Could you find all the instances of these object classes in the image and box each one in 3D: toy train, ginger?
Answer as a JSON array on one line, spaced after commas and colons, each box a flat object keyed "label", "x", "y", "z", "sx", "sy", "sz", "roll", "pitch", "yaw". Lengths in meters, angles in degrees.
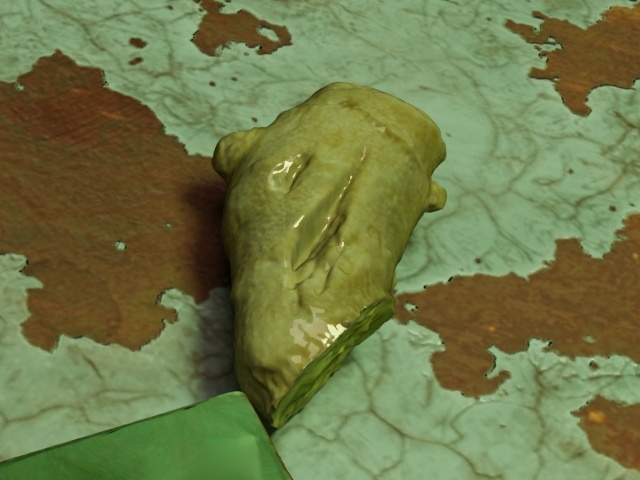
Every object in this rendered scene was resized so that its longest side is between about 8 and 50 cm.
[{"label": "toy train", "x": -0.155, "y": 0.210, "z": 1.200, "sx": 0.326, "sy": 0.159, "sz": 0.129, "roll": -15, "pitch": 51, "yaw": -25}, {"label": "ginger", "x": 0.000, "y": 0.000, "z": 1.457, "sx": 0.190, "sy": 0.126, "sz": 0.354, "roll": 16, "pitch": 44, "yaw": -7}]
